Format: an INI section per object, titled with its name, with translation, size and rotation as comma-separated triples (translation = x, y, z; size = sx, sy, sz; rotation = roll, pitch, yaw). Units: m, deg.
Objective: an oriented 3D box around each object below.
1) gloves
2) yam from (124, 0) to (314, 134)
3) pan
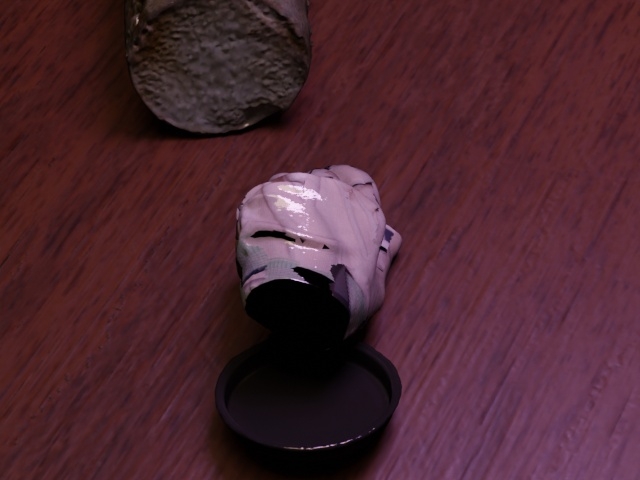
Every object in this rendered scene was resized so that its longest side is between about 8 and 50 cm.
[gloves]
translation = -0.001, -0.007, 1.389
size = 0.127, 0.111, 0.212
rotation = 7, 41, 2
[yam]
translation = -0.093, -0.234, 1.586
size = 0.161, 0.161, 0.268
rotation = -5, 51, -1
[pan]
translation = -0.016, 0.084, 1.375
size = 0.136, 0.028, 0.235
rotation = -6, 38, -6
